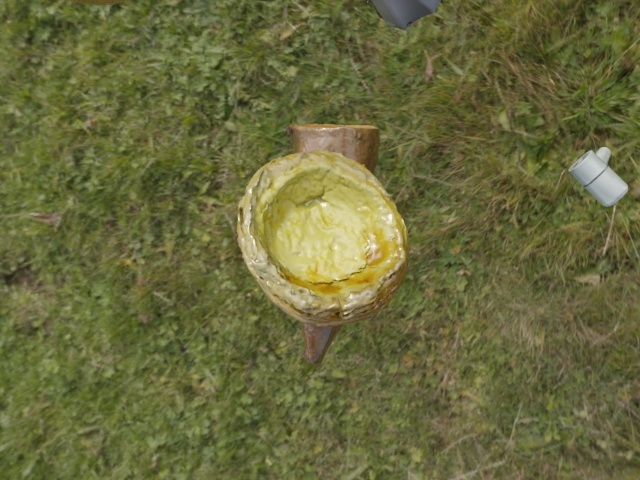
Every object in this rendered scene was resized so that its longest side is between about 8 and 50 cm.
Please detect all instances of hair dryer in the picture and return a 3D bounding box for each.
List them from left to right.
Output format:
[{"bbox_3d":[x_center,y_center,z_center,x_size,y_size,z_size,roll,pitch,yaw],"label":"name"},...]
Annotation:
[{"bbox_3d":[0.447,-0.113,1.039,0.082,0.137,0.047,45,128,1],"label":"hair dryer"}]

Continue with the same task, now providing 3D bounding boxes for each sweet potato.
[{"bbox_3d":[0.003,0.000,0.879,0.131,0.131,0.336,5,85,21],"label":"sweet potato"}]

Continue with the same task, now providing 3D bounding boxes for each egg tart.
[{"bbox_3d":[0.000,0.001,0.743,0.212,0.212,0.090,49,147,6],"label":"egg tart"}]

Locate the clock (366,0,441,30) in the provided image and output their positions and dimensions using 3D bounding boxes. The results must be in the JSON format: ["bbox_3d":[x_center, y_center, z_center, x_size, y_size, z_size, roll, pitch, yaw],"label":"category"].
[{"bbox_3d":[0.143,-0.434,0.899,0.083,0.186,0.253,31,96,21],"label":"clock"}]

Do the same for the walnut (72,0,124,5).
[{"bbox_3d":[-0.229,-0.342,0.702,0.159,0.206,0.159,22,141,19],"label":"walnut"}]
